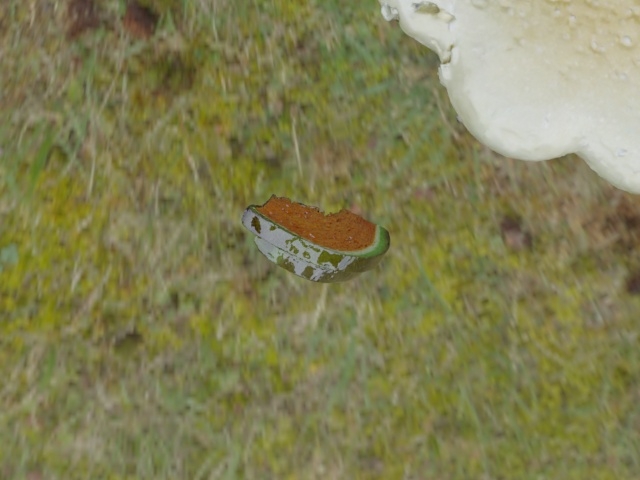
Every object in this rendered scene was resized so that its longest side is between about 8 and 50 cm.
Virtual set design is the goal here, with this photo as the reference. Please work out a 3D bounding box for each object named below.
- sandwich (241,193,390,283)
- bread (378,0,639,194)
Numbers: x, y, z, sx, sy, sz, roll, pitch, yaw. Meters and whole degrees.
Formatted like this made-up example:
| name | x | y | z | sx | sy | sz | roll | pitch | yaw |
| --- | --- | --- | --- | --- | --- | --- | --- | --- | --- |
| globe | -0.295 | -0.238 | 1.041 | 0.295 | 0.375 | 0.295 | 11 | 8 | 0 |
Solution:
| name | x | y | z | sx | sy | sz | roll | pitch | yaw |
| --- | --- | --- | --- | --- | --- | --- | --- | --- | --- |
| sandwich | -0.001 | 0.001 | 1.336 | 0.135 | 0.067 | 0.029 | 7 | 125 | -45 |
| bread | 0.183 | -0.176 | 1.224 | 0.316 | 0.054 | 0.316 | 4 | 71 | -13 |
